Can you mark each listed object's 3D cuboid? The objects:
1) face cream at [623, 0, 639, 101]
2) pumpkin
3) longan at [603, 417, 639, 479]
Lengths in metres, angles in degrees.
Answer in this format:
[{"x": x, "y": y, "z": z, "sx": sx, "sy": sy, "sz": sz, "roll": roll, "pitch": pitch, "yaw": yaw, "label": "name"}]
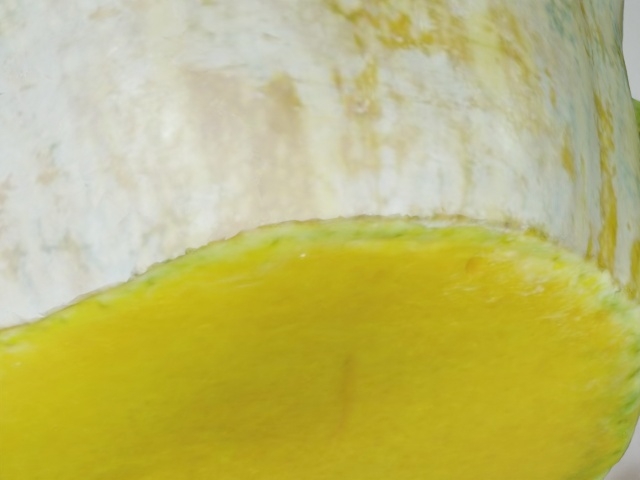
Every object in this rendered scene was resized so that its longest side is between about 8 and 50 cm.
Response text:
[{"x": 0.283, "y": -0.196, "z": 1.000, "sx": 0.153, "sy": 0.177, "sz": 0.177, "roll": -16, "pitch": 78, "yaw": -17, "label": "face cream"}, {"x": -0.022, "y": 0.018, "z": 0.527, "sx": 0.332, "sy": 0.332, "sz": 0.199, "roll": -25, "pitch": 58, "yaw": 21, "label": "pumpkin"}, {"x": 0.261, "y": 0.166, "z": 1.026, "sx": 0.300, "sy": 0.243, "sz": 0.300, "roll": -27, "pitch": 45, "yaw": 30, "label": "longan"}]
